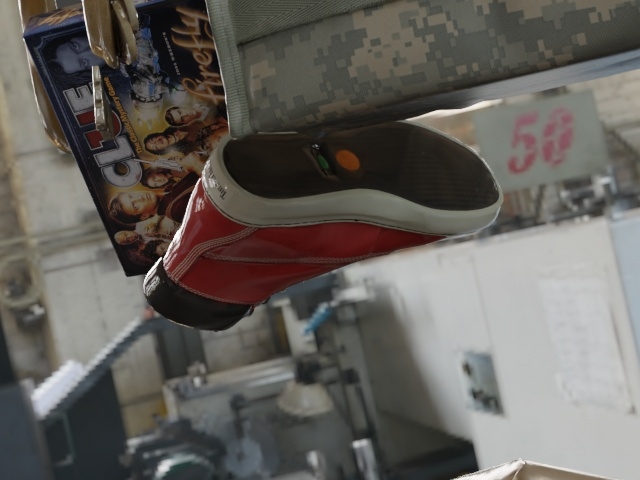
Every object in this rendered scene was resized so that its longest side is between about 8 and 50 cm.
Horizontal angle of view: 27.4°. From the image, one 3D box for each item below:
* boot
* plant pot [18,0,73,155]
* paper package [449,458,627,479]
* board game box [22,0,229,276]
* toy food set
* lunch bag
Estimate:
[{"bbox_3d":[0.000,0.000,0.945,0.244,0.088,0.176,-2,-36,-32],"label":"boot"},{"bbox_3d":[-0.302,-0.207,1.448,0.032,0.236,0.236,-10,-1,-6],"label":"plant pot"},{"bbox_3d":[0.239,0.351,1.031,0.325,0.309,0.168,15,-19,-22],"label":"paper package"},{"bbox_3d":[-0.124,-0.092,1.095,0.165,0.243,0.042,-13,33,8],"label":"board game box"},{"bbox_3d":[-0.099,-0.147,0.646,0.039,0.192,0.132,-6,-1,-6],"label":"toy food set"},{"bbox_3d":[0.057,-0.212,0.653,0.235,0.287,0.169,-10,0,19],"label":"lunch bag"}]
